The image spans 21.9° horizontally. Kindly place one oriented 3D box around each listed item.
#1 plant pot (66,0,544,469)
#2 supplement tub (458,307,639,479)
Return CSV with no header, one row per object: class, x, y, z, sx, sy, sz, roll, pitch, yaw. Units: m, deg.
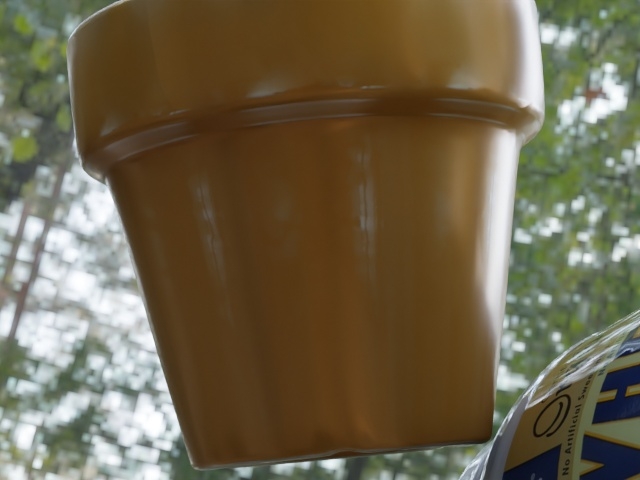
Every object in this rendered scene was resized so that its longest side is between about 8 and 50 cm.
plant pot,0.000,0.000,0.714,0.205,0.188,0.205,-5,-8,-1
supplement tub,0.199,0.115,0.647,0.228,0.228,0.316,19,-29,-17
